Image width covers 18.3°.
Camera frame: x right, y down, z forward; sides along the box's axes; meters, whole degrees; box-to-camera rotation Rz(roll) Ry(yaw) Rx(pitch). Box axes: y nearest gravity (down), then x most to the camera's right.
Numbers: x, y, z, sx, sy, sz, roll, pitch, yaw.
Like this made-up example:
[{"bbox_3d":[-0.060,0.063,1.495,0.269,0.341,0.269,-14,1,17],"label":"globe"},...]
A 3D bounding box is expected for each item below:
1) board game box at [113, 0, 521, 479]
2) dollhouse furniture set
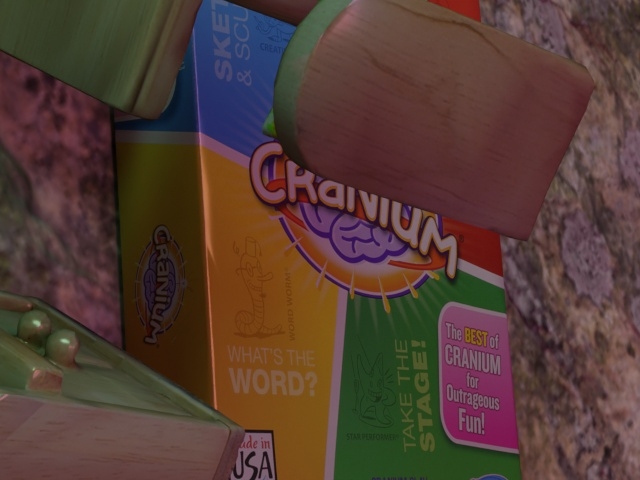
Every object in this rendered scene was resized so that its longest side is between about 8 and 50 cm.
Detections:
[{"bbox_3d":[0.000,0.000,1.062,0.242,0.064,0.316,6,76,-47],"label":"board game box"},{"bbox_3d":[-0.118,-0.091,0.753,0.256,0.362,0.394,14,100,-47],"label":"dollhouse furniture set"}]
